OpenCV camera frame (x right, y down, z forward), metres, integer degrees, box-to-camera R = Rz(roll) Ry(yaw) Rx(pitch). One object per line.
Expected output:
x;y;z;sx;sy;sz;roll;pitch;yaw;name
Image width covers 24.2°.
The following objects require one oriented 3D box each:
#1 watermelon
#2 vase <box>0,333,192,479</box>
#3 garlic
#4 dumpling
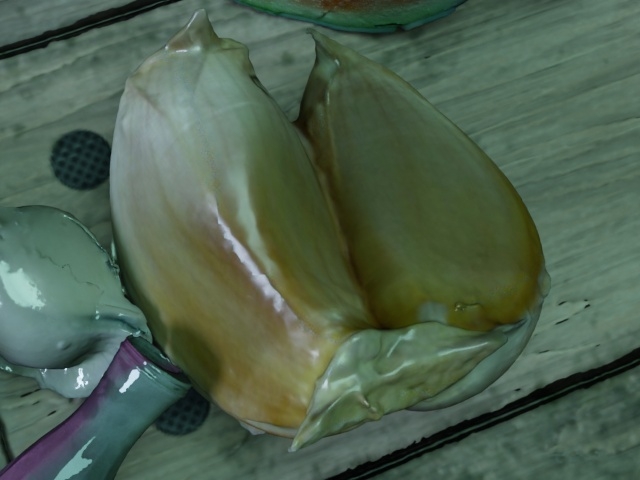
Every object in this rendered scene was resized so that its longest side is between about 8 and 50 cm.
0.055;-0.237;1.170;0.146;0.231;0.128;48;35;-16;watermelon
-0.174;0.162;1.007;0.086;0.086;0.214;39;92;0;vase
0.000;0.000;1.052;0.286;0.249;0.313;-31;61;-1;garlic
-0.206;0.040;1.054;0.188;0.127;0.108;38;48;-11;dumpling
